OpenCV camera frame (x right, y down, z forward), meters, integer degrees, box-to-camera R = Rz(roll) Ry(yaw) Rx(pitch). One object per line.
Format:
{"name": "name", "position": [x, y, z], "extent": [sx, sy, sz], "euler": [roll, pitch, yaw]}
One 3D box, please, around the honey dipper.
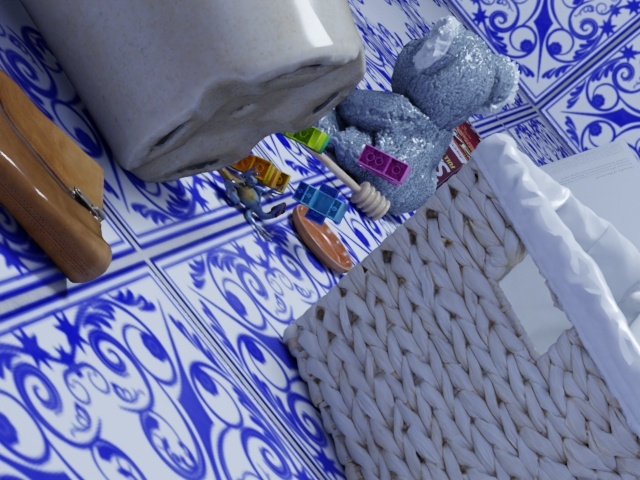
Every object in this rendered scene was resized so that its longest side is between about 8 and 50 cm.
{"name": "honey dipper", "position": [0.012, -0.083, 2.127], "extent": [0.160, 0.030, 0.030], "euler": [42, 16, -18]}

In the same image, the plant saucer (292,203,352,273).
{"name": "plant saucer", "position": [0.000, 0.000, 1.909], "extent": [0.083, 0.013, 0.083], "euler": [47, 15, -16]}

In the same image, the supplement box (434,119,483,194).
{"name": "supplement box", "position": [0.169, -0.115, 2.586], "extent": [0.130, 0.073, 0.239], "euler": [55, 16, 17]}

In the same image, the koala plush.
{"name": "koala plush", "position": [0.118, -0.161, 2.247], "extent": [0.196, 0.221, 0.203], "euler": [34, 22, -49]}

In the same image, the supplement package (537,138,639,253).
{"name": "supplement package", "position": [0.383, 0.033, 2.553], "extent": [0.293, 0.175, 0.177], "euler": [-110, -178, -54]}

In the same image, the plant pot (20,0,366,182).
{"name": "plant pot", "position": [-0.120, -0.229, 1.604], "extent": [0.305, 0.334, 0.334], "euler": [65, 17, 11]}

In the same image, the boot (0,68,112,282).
{"name": "boot", "position": [-0.243, -0.132, 1.350], "extent": [0.280, 0.096, 0.264], "euler": [42, 16, -33]}

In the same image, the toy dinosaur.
{"name": "toy dinosaur", "position": [-0.063, -0.045, 1.787], "extent": [0.090, 0.047, 0.082], "euler": [44, -6, 17]}

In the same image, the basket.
{"name": "basket", "position": [0.196, 0.154, 1.611], "extent": [0.331, 0.266, 0.328], "euler": [34, 21, -45]}

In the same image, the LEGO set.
{"name": "LEGO set", "position": [-0.024, -0.075, 1.850], "extent": [0.227, 0.087, 0.093], "euler": [28, -1, 16]}
